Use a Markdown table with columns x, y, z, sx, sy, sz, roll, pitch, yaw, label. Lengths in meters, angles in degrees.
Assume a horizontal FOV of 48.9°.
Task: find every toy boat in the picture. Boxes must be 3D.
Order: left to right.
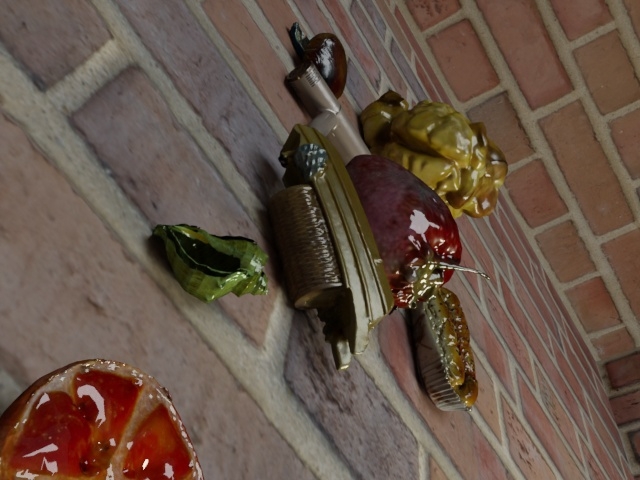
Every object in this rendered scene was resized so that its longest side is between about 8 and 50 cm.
| x | y | z | sx | sy | sz | roll | pitch | yaw | label |
| --- | --- | --- | --- | --- | --- | --- | --- | --- | --- |
| -0.028 | -0.356 | 1.269 | 0.038 | 0.038 | 0.083 | 2 | 64 | -66 | toy boat |
| 0.000 | 0.000 | 0.853 | 0.115 | 0.089 | 0.310 | -7 | 68 | -28 | toy boat |

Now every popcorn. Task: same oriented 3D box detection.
| x | y | z | sx | sy | sz | roll | pitch | yaw | label |
| --- | --- | --- | --- | --- | --- | --- | --- | --- | --- |
| 0.214 | -0.168 | 1.401 | 0.332 | 0.225 | 0.265 | 45 | 7 | 11 | popcorn |

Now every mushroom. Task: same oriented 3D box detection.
| x | y | z | sx | sy | sz | roll | pitch | yaw | label |
| --- | --- | --- | --- | --- | --- | --- | --- | --- | --- |
| 0.014 | -0.306 | 1.250 | 0.123 | 0.052 | 0.123 | -15 | 108 | -60 | mushroom |

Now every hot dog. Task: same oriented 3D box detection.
| x | y | z | sx | sy | sz | roll | pitch | yaw | label |
| --- | --- | --- | --- | --- | --- | --- | --- | --- | --- |
| 0.207 | 0.167 | 1.177 | 0.144 | 0.075 | 0.268 | 43 | 27 | -37 | hot dog |

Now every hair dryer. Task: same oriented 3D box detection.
| x | y | z | sx | sy | sz | roll | pitch | yaw | label |
| --- | --- | --- | --- | --- | --- | --- | --- | --- | --- |
| 0.009 | -0.157 | 1.111 | 0.195 | 0.053 | 0.220 | 53 | 25 | -27 | hair dryer |

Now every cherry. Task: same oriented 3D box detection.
| x | y | z | sx | sy | sz | roll | pitch | yaw | label |
| --- | --- | --- | --- | --- | --- | --- | --- | --- | --- |
| 0.095 | -0.021 | 0.988 | 0.192 | 0.175 | 0.250 | -6 | 60 | -34 | cherry |

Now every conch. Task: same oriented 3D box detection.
| x | y | z | sx | sy | sz | roll | pitch | yaw | label |
| --- | --- | --- | --- | --- | --- | --- | --- | --- | --- |
| -0.096 | 0.019 | 0.640 | 0.121 | 0.074 | 0.089 | 34 | -8 | -14 | conch |

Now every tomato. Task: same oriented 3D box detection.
| x | y | z | sx | sy | sz | roll | pitch | yaw | label |
| --- | --- | --- | --- | --- | --- | --- | --- | --- | --- |
| -0.138 | 0.149 | 0.410 | 0.155 | 0.069 | 0.156 | 44 | 32 | -37 | tomato |
